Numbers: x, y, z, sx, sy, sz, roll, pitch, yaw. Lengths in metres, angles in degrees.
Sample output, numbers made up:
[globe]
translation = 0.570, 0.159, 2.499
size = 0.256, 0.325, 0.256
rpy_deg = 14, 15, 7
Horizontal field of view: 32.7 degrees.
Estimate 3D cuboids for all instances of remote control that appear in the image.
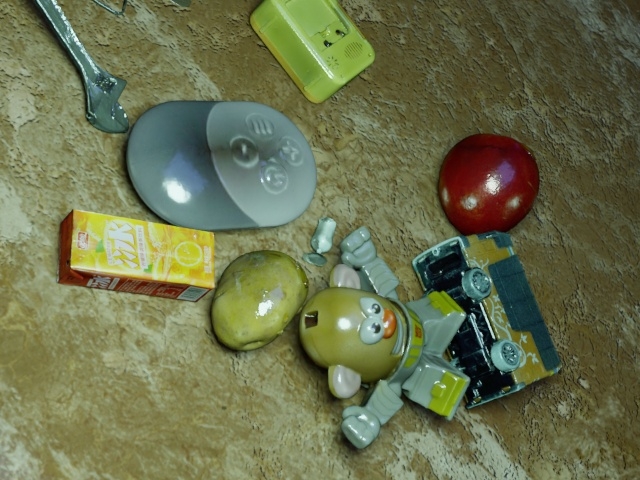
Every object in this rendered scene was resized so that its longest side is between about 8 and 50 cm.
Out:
[remote control]
translation = -0.150, -0.120, 1.725
size = 0.332, 0.103, 0.221
rpy_deg = -5, 69, -33

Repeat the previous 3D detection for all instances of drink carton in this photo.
[drink carton]
translation = -0.269, 0.024, 1.601
size = 0.222, 0.071, 0.096
rpy_deg = 9, 64, -29

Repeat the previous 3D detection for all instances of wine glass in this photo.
[wine glass]
translation = 0.000, 0.000, 1.810
size = 0.039, 0.042, 0.083
rpy_deg = 61, 35, -46

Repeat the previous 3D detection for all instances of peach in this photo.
[peach]
translation = 0.303, -0.094, 1.965
size = 0.197, 0.197, 0.197
rpy_deg = 14, 62, -27

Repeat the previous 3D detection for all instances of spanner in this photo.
[spanner]
translation = -0.385, -0.304, 1.665
size = 0.093, 0.026, 0.325
rpy_deg = -43, 109, -36

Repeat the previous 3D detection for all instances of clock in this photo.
[clock]
translation = -0.014, -0.358, 1.929
size = 0.202, 0.096, 0.143
rpy_deg = 52, 49, -3

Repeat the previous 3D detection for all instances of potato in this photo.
[potato]
translation = -0.093, 0.085, 1.651
size = 0.137, 0.137, 0.176
rpy_deg = 44, 41, -8

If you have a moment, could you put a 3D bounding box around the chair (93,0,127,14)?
[chair]
translation = -0.388, -0.477, 1.717
size = 0.221, 0.140, 0.145
rpy_deg = 17, 71, -18

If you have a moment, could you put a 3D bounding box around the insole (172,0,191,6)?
[insole]
translation = -0.273, -0.451, 1.862
size = 0.135, 0.002, 0.045
rpy_deg = 48, 51, -5

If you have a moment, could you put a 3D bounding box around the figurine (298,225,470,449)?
[figurine]
translation = 0.089, 0.156, 1.705
size = 0.285, 0.167, 0.343
rpy_deg = 20, 37, -33

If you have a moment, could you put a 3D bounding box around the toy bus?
[toy bus]
translation = 0.285, 0.127, 1.868
size = 0.167, 0.138, 0.275
rpy_deg = -12, 76, -42
